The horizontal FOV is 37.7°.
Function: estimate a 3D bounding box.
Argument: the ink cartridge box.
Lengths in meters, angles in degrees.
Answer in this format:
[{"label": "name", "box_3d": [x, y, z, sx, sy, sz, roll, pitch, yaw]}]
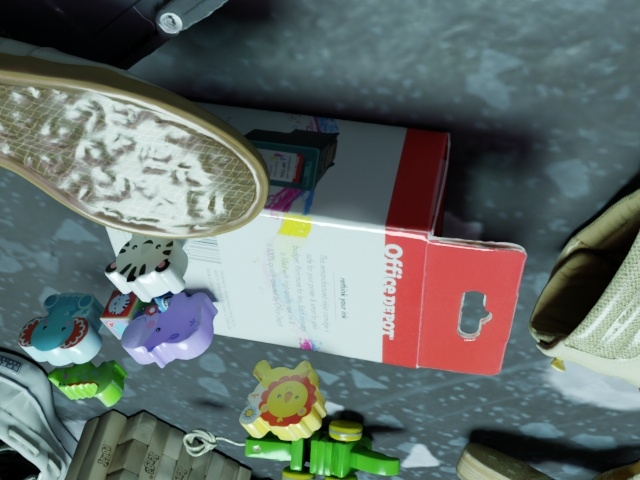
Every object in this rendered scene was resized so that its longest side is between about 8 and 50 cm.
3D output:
[{"label": "ink cartridge box", "box_3d": [0.000, 0.000, 0.550, 0.231, 0.078, 0.134, 9, 143, 9]}]

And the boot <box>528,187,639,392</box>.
[{"label": "boot", "box_3d": [0.217, 0.084, 0.568, 0.203, 0.095, 0.262, 17, 141, -4]}]

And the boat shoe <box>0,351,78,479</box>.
[{"label": "boat shoe", "box_3d": [-0.293, 0.210, 0.914, 0.096, 0.088, 0.267, 13, 143, 2]}]

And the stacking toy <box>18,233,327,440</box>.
[{"label": "stacking toy", "box_3d": [-0.124, 0.056, 0.562, 0.221, 0.052, 0.167, -3, 139, 28]}]

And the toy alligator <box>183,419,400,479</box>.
[{"label": "toy alligator", "box_3d": [-0.022, 0.179, 0.815, 0.189, 0.056, 0.051, 4, -178, 14]}]

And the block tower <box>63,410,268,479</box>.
[{"label": "block tower", "box_3d": [-0.090, 0.288, 0.941, 0.335, 0.097, 0.091, 34, 140, -25]}]

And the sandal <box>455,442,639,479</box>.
[{"label": "sandal", "box_3d": [0.230, 0.198, 0.734, 0.240, 0.079, 0.088, 23, -171, 15]}]

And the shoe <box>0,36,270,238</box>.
[{"label": "shoe", "box_3d": [-0.127, -0.061, 0.439, 0.219, 0.058, 0.077, 17, 124, -9]}]

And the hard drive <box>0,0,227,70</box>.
[{"label": "hard drive", "box_3d": [-0.205, -0.149, 0.442, 0.339, 0.064, 0.237, -24, 128, 39]}]
